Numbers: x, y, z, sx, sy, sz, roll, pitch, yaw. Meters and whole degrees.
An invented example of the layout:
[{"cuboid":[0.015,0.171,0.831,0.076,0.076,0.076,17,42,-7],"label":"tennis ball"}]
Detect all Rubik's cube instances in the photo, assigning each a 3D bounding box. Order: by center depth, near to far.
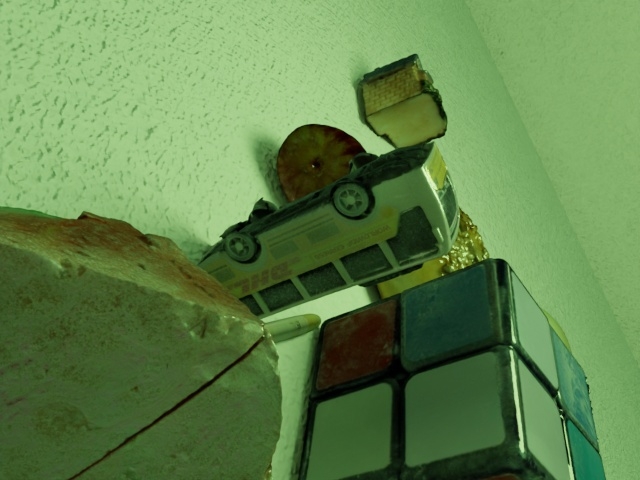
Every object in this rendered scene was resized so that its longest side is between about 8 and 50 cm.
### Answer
[{"cuboid":[0.190,0.266,0.982,0.318,0.313,0.316,48,33,-31],"label":"Rubik's cube"}]

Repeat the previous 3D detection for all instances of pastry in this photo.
[{"cuboid":[0.233,0.051,1.349,0.316,0.184,0.284,17,55,-54],"label":"pastry"}]

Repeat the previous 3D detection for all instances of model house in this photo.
[{"cuboid":[0.191,-0.329,1.608,0.183,0.166,0.172,43,31,-54],"label":"model house"}]

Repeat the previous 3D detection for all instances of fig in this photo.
[{"cuboid":[0.024,-0.106,1.157,0.202,0.148,0.149,14,21,-40],"label":"fig"}]

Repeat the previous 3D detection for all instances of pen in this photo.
[{"cuboid":[-0.060,0.130,0.965,0.233,0.032,0.040,-2,105,-61],"label":"pen"}]

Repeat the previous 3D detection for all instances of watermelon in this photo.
[{"cuboid":[-0.179,0.126,0.627,0.222,0.319,0.292,-112,-148,-76],"label":"watermelon"}]

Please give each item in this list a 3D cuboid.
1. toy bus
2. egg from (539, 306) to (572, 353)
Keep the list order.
[{"cuboid":[0.000,0.000,0.843,0.138,0.342,0.097,60,29,-16],"label":"toy bus"},{"cuboid":[0.410,0.254,1.451,0.219,0.219,0.269,27,58,-48],"label":"egg"}]
